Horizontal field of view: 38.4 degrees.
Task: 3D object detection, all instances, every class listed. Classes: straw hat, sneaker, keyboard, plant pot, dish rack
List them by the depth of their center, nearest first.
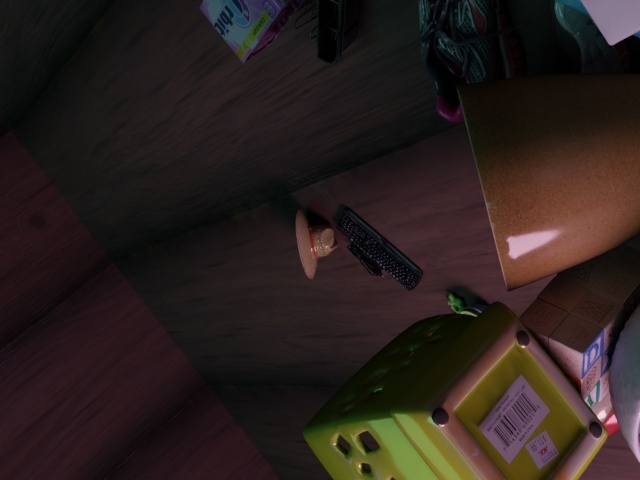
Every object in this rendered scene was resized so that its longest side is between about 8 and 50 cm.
[{"bbox_3d":[0.157,0.210,1.001,0.227,0.228,0.207,52,148,-1],"label":"plant pot"},{"bbox_3d":[0.300,-0.085,1.007,0.254,0.237,0.237,-13,125,11],"label":"plant pot"},{"bbox_3d":[0.305,-0.231,1.058,0.158,0.061,0.065,60,-179,-29],"label":"sneaker"},{"bbox_3d":[0.165,-0.284,1.114,0.120,0.112,0.299,13,136,48],"label":"sneaker"},{"bbox_3d":[-0.051,-0.401,1.321,0.271,0.074,0.208,36,150,23],"label":"dish rack"},{"bbox_3d":[0.098,0.030,1.695,0.192,0.038,0.100,41,152,15],"label":"keyboard"},{"bbox_3d":[0.000,0.000,1.762,0.061,0.144,0.145,-10,128,11],"label":"straw hat"}]

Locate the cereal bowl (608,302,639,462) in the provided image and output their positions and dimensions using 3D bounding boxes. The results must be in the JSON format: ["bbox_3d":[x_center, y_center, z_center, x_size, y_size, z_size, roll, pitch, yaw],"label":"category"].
[{"bbox_3d":[0.466,0.112,1.010,0.141,0.338,0.339,-111,5,-49],"label":"cereal bowl"}]

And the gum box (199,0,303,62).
[{"bbox_3d":[-0.096,-0.347,1.313,0.107,0.062,0.188,51,155,-3],"label":"gum box"}]

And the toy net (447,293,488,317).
[{"bbox_3d":[0.293,0.198,1.617,0.122,0.045,0.232,6,131,53],"label":"toy net"}]

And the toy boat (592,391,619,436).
[{"bbox_3d":[0.445,0.258,1.406,0.151,0.151,0.231,11,146,4],"label":"toy boat"}]

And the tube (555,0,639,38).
[{"bbox_3d":[0.344,-0.229,0.942,0.207,0.052,0.080,29,151,12],"label":"tube"}]

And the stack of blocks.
[{"bbox_3d":[0.353,0.079,1.101,0.087,0.297,0.171,26,144,36],"label":"stack of blocks"}]

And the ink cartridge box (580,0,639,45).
[{"bbox_3d":[0.380,-0.279,0.749,0.065,0.165,0.332,54,152,-8],"label":"ink cartridge box"}]
